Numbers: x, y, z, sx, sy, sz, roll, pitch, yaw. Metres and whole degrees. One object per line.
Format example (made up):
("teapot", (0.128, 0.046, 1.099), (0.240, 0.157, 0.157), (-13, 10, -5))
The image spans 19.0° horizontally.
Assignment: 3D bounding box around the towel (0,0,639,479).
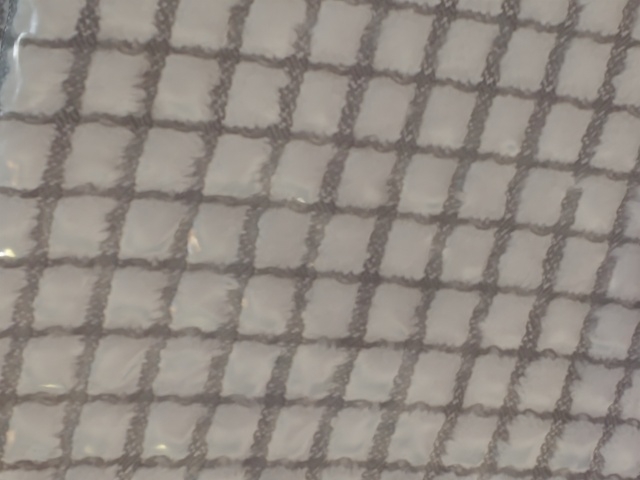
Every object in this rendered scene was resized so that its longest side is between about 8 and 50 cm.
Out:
("towel", (0.000, 0.000, 0.518), (0.235, 0.283, 0.121), (4, -160, -26))
